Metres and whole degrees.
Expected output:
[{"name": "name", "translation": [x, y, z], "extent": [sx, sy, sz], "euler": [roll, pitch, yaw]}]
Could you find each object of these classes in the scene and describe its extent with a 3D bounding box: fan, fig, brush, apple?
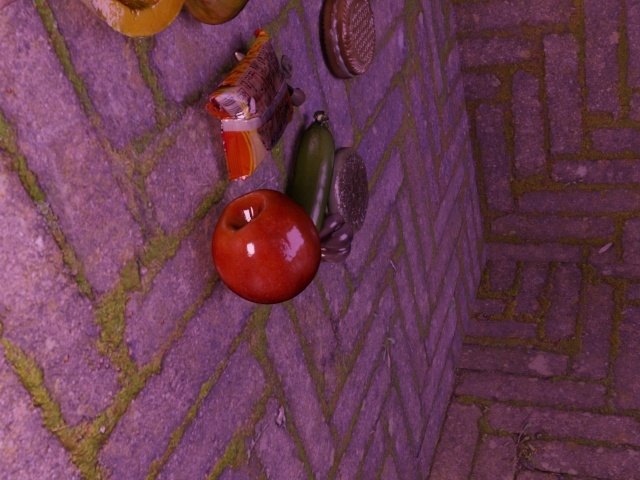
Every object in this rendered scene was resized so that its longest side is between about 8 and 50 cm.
[{"name": "fan", "translation": [-0.079, -0.408, 1.732], "extent": [0.060, 0.003, 0.080], "euler": [-22, 110, -63]}, {"name": "fig", "translation": [-0.235, -0.490, 1.286], "extent": [0.245, 0.149, 0.149], "euler": [19, 73, -45]}, {"name": "brush", "translation": [-0.110, -0.370, 1.627], "extent": [0.299, 0.042, 0.039], "euler": [25, 41, -62]}, {"name": "apple", "translation": [-0.107, 0.014, 1.430], "extent": [0.201, 0.218, 0.218], "euler": [56, 41, -40]}]

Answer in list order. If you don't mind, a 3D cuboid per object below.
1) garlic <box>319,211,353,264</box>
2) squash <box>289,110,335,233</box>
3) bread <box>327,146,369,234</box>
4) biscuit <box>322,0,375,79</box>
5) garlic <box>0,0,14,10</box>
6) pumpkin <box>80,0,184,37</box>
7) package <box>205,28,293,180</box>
[{"name": "garlic", "translation": [0.000, 0.000, 1.803], "extent": [0.194, 0.127, 0.131], "euler": [-24, 118, -42]}, {"name": "squash", "translation": [-0.021, -0.148, 1.759], "extent": [0.101, 0.101, 0.378], "euler": [45, 50, -58]}, {"name": "bread", "translation": [0.086, -0.141, 2.064], "extent": [0.267, 0.041, 0.266], "euler": [1, 90, -65]}, {"name": "biscuit", "translation": [0.083, -0.577, 1.991], "extent": [0.259, 0.079, 0.259], "euler": [1, 90, -65]}, {"name": "garlic", "translation": [-0.376, -0.404, 0.770], "extent": [0.317, 0.259, 0.317], "euler": [6, 83, -61]}, {"name": "pumpkin", "translation": [-0.314, -0.429, 1.107], "extent": [0.217, 0.110, 0.217], "euler": [-39, 137, -50]}, {"name": "package", "translation": [-0.131, -0.275, 1.484], "extent": [0.288, 0.108, 0.223], "euler": [-59, 147, -37]}]
